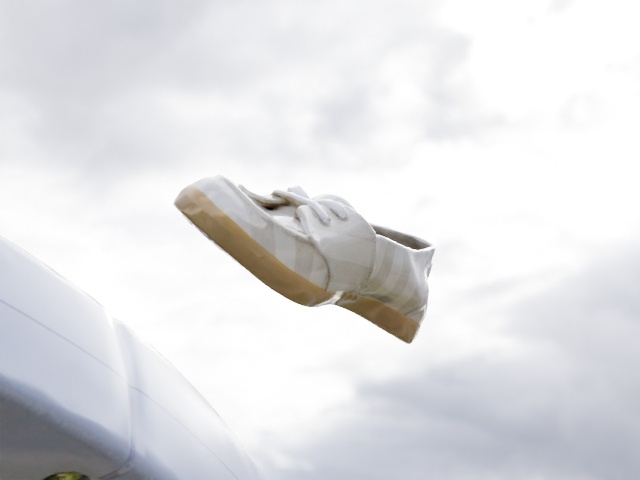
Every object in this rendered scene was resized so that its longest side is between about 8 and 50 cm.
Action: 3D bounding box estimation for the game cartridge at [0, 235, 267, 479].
[{"bbox_3d":[-0.106,0.113,0.422,0.196,0.060,0.294,-16,-39,7],"label":"game cartridge"}]

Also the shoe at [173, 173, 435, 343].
[{"bbox_3d":[0.000,0.000,0.745,0.076,0.058,0.219,34,3,31],"label":"shoe"}]
